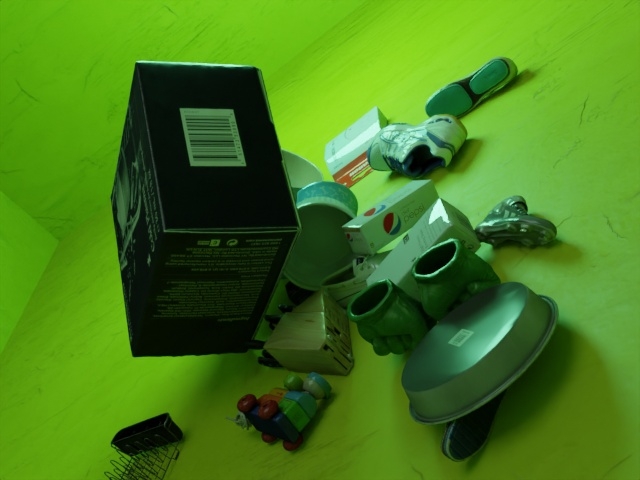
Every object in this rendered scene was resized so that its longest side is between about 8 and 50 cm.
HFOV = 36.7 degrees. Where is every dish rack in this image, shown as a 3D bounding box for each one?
[{"bbox_3d":[-0.418,0.525,2.128,0.208,0.074,0.272,-27,30,38],"label":"dish rack"}]

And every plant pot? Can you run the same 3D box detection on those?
[{"bbox_3d":[-0.153,-0.120,2.565,0.284,0.284,0.191,-102,27,-63],"label":"plant pot"}]

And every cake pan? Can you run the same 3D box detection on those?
[{"bbox_3d":[0.242,0.170,1.532,0.293,0.054,0.293,-39,11,9],"label":"cake pan"}]

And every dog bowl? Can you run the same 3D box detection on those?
[{"bbox_3d":[-0.039,-0.016,2.293,0.297,0.166,0.074,-36,36,20],"label":"dog bowl"}]

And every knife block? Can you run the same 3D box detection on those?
[{"bbox_3d":[-0.055,0.225,2.002,0.242,0.088,0.276,-39,24,17],"label":"knife block"}]

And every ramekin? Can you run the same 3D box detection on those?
[{"bbox_3d":[0.000,0.000,2.148,0.207,0.207,0.109,-40,14,12],"label":"ramekin"}]

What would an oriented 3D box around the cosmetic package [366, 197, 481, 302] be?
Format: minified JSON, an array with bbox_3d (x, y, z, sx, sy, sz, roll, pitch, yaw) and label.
[{"bbox_3d":[0.192,0.044,1.841,0.231,0.085,0.117,-49,23,18],"label":"cosmetic package"}]

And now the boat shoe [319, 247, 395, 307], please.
[{"bbox_3d":[0.095,0.068,2.025,0.226,0.076,0.083,-35,25,22],"label":"boat shoe"}]

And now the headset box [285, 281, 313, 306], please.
[{"bbox_3d":[-0.046,0.111,2.244,0.062,0.032,0.083,-42,24,8],"label":"headset box"}]

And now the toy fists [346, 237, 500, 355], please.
[{"bbox_3d":[0.187,0.116,1.715,0.279,0.142,0.096,-34,33,25],"label":"toy fists"}]

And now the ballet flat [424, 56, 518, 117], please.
[{"bbox_3d":[0.364,-0.362,2.308,0.248,0.086,0.086,-26,29,34],"label":"ballet flat"}]

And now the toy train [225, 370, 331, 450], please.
[{"bbox_3d":[-0.088,0.315,1.905,0.143,0.105,0.248,-44,21,-24],"label":"toy train"}]

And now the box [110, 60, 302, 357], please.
[{"bbox_3d":[-0.279,-0.065,2.158,0.472,0.297,0.480,113,149,-49],"label":"box"}]

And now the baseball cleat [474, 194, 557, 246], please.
[{"bbox_3d":[0.364,-0.042,1.767,0.109,0.072,0.206,-55,26,-20],"label":"baseball cleat"}]

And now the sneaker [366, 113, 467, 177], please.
[{"bbox_3d":[0.201,-0.204,2.256,0.296,0.112,0.131,-17,36,49],"label":"sneaker"}]

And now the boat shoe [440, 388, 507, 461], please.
[{"bbox_3d":[0.231,0.269,1.496,0.066,0.066,0.183,-21,22,52],"label":"boat shoe"}]

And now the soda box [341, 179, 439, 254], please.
[{"bbox_3d":[0.154,-0.051,2.047,0.216,0.069,0.074,-34,17,-27],"label":"soda box"}]

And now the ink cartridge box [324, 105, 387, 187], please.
[{"bbox_3d":[0.095,-0.240,2.565,0.189,0.066,0.232,-35,21,21],"label":"ink cartridge box"}]
